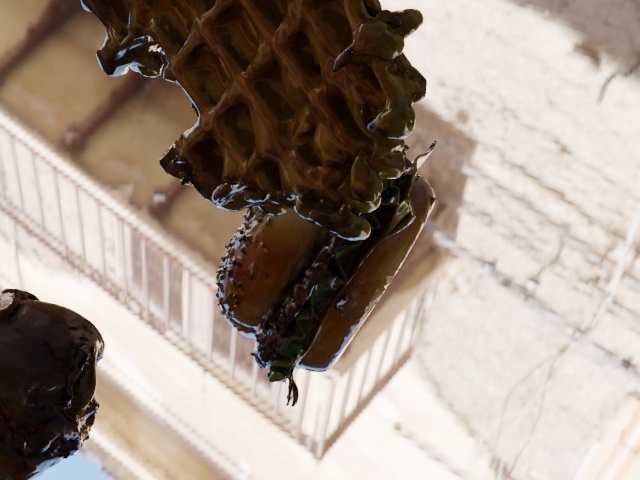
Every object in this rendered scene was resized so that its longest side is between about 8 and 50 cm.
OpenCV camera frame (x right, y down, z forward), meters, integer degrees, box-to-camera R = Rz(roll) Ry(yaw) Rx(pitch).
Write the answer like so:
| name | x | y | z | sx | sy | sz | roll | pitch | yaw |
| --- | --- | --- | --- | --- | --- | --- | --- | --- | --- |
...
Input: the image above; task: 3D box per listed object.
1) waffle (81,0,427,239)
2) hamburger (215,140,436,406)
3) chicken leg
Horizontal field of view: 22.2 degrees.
| name | x | y | z | sx | sy | sz | roll | pitch | yaw |
| --- | --- | --- | --- | --- | --- | --- | --- | --- | --- |
| waffle | -0.039 | -0.114 | 0.740 | 0.051 | 0.228 | 0.231 | -21 | -152 | -35 |
| hamburger | -0.001 | 0.001 | 0.957 | 0.093 | 0.189 | 0.164 | 32 | -80 | 1 |
| chicken leg | -0.235 | 0.104 | 0.907 | 0.251 | 0.087 | 0.107 | -15 | -113 | -20 |
